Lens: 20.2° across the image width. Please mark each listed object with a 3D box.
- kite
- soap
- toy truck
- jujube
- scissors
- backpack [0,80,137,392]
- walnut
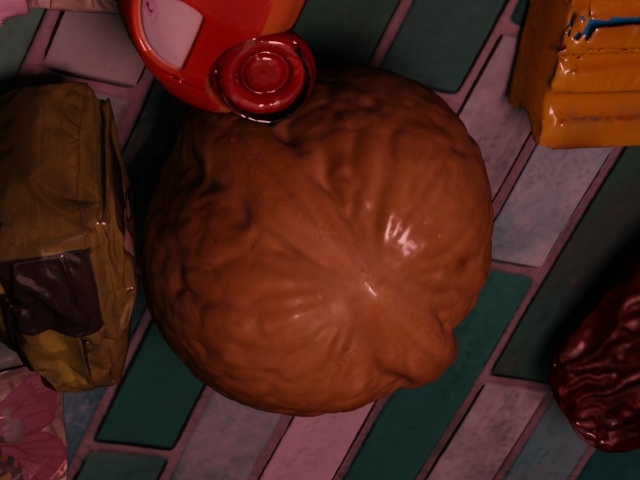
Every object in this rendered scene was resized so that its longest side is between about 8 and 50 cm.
[{"bbox_3d":[-0.319,0.261,1.768,0.204,0.022,0.360,-21,133,-11],"label":"kite"},{"bbox_3d":[0.339,-0.190,1.628,0.324,0.096,0.204,-4,128,-21],"label":"soap"},{"bbox_3d":[-0.102,-0.234,1.346,0.239,0.189,0.265,11,122,-19],"label":"toy truck"},{"bbox_3d":[0.386,0.081,1.819,0.342,0.216,0.216,-42,132,21],"label":"jujube"},{"bbox_3d":[-0.217,-0.196,1.429,0.212,0.021,0.110,3,123,-26],"label":"scissors"},{"bbox_3d":[-0.220,0.008,1.480,0.140,0.207,0.253,-5,138,-1],"label":"backpack"},{"bbox_3d":[0.000,0.000,1.481,0.332,0.333,0.333,-12,131,-14],"label":"walnut"}]
